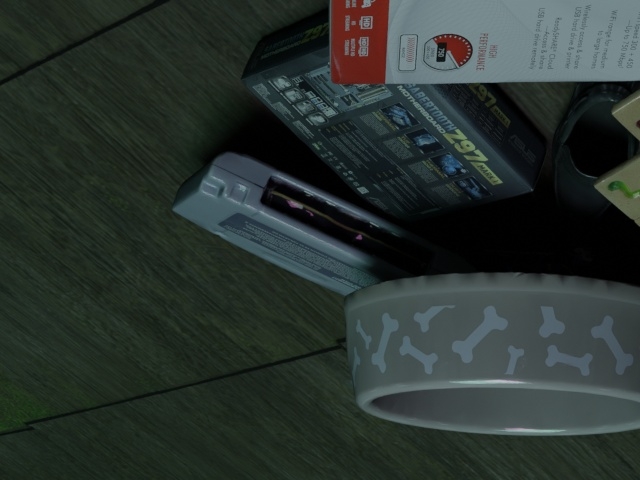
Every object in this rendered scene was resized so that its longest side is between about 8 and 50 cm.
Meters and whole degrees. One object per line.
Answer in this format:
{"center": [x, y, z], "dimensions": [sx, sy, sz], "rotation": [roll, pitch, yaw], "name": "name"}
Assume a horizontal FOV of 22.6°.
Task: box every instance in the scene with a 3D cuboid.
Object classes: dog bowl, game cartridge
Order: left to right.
{"center": [0.000, 0.000, 1.627], "dimensions": [0.294, 0.060, 0.196], "rotation": [25, 163, -13], "name": "game cartridge"}
{"center": [0.188, 0.119, 1.556], "dimensions": [0.349, 0.102, 0.349], "rotation": [2, 165, 1], "name": "dog bowl"}

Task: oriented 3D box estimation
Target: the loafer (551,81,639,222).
{"center": [0.241, -0.082, 1.409], "dimensions": [0.076, 0.078, 0.223], "rotation": [17, 146, 9], "name": "loafer"}

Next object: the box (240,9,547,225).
{"center": [0.068, -0.116, 1.474], "dimensions": [0.183, 0.059, 0.233], "rotation": [-15, 133, 46], "name": "box"}

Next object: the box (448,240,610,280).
{"center": [0.220, 0.049, 1.650], "dimensions": [0.162, 0.029, 0.116], "rotation": [4, 142, 27], "name": "box"}

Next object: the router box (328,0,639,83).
{"center": [0.155, -0.251, 1.136], "dimensions": [0.301, 0.082, 0.335], "rotation": [-1, 145, 0], "name": "router box"}

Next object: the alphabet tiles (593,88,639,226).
{"center": [0.405, -0.059, 1.305], "dimensions": [0.285, 0.011, 0.342], "rotation": [-33, 128, 29], "name": "alphabet tiles"}
